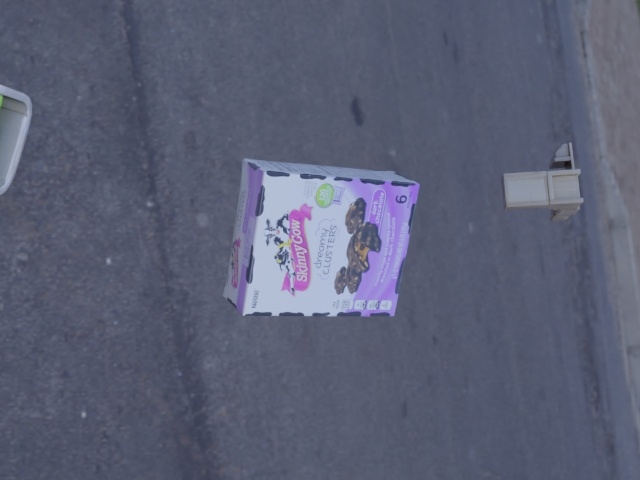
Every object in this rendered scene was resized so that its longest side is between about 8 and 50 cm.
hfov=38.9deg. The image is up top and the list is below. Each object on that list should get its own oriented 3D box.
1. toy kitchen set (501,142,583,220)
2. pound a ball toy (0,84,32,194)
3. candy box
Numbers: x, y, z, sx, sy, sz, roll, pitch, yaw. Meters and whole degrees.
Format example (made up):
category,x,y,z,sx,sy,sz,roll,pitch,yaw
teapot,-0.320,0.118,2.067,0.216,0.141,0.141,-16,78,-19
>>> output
category,x,y,z,sx,sy,sz,roll,pitch,yaw
toy kitchen set,0.214,-0.059,0.898,0.083,0.075,0.068,70,17,-78
pound a ball toy,-0.530,-0.120,1.077,0.136,0.319,0.208,20,86,-85
candy box,0.000,0.000,1.033,0.196,0.070,0.165,2,106,-27
